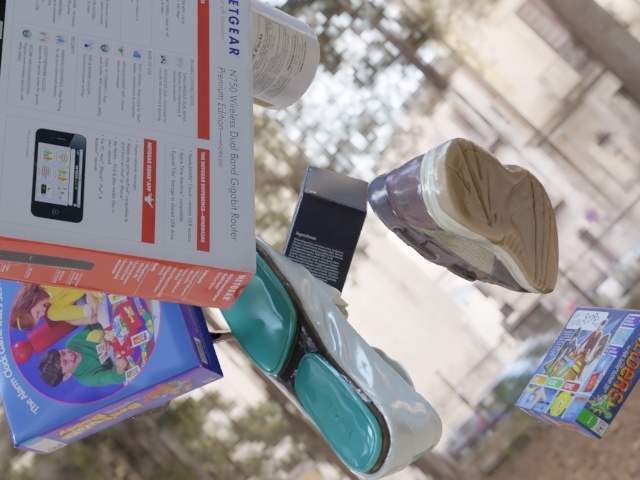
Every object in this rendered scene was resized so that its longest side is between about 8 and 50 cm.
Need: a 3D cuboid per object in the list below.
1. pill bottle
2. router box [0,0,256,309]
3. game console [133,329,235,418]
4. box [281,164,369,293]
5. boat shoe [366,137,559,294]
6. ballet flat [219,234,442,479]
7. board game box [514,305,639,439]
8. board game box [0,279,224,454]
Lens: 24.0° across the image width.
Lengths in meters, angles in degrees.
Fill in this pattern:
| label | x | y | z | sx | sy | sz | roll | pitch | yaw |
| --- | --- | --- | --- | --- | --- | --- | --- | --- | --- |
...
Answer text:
| label | x | y | z | sx | sy | sz | roll | pitch | yaw |
| --- | --- | --- | --- | --- | --- | --- | --- | --- | --- |
| pill bottle | -0.121 | -0.264 | 1.989 | 0.229 | 0.131 | 0.131 | 19 | -60 | -46 |
| router box | -0.214 | -0.117 | 1.397 | 0.301 | 0.335 | 0.082 | 10 | -31 | -19 |
| game console | -0.165 | 0.164 | 1.880 | 0.124 | 0.085 | 0.144 | -14 | -4 | 10 |
| box | 0.000 | 0.000 | 2.015 | 0.156 | 0.093 | 0.158 | -81 | 7 | -73 |
| boat shoe | 0.130 | -0.016 | 1.304 | 0.092 | 0.102 | 0.285 | -6 | -15 | 26 |
| ballet flat | 0.004 | 0.129 | 1.799 | 0.139 | 0.400 | 0.139 | -24 | -40 | -22 |
| board game box | 0.282 | 0.134 | 1.586 | 0.136 | 0.035 | 0.201 | -56 | 7 | -6 |
| board game box | -0.278 | 0.037 | 1.721 | 0.233 | 0.347 | 0.078 | -23 | -20 | 9 |
